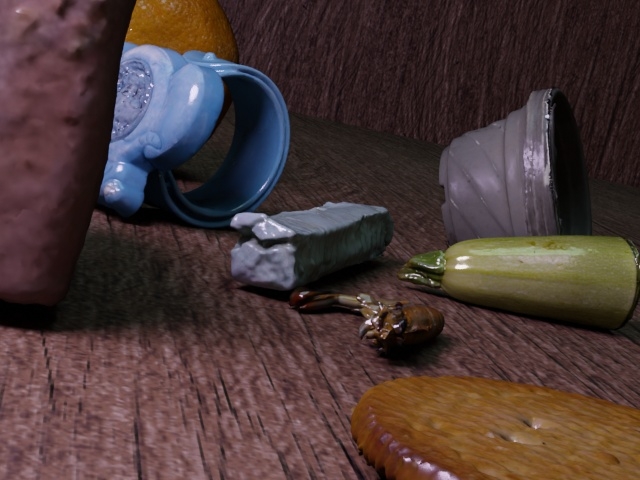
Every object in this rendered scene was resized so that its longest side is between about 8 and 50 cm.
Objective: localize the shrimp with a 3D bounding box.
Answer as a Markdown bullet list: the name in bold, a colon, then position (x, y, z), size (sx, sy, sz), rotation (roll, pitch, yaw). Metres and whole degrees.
- **shrimp**: position (0.030, 0.055, 1.022), size (0.124, 0.034, 0.178), rotation (13, 7, 15)

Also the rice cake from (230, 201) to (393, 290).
- **rice cake**: position (0.000, 0.000, 1.218), size (0.066, 0.063, 0.336), rotation (9, 6, 15)

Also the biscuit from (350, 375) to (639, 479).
- **biscuit**: position (0.162, 0.134, 0.712), size (0.305, 0.038, 0.305), rotation (13, 7, -2)

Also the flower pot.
- **flower pot**: position (0.211, -0.045, 1.443), size (0.140, 0.235, 0.235), rotation (-9, 2, 19)

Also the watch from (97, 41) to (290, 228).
- **watch**: position (-0.135, -0.099, 1.336), size (0.193, 0.211, 0.211), rotation (24, -1, -43)

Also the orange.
- **orange**: position (-0.227, -0.219, 1.609), size (0.264, 0.264, 0.264), rotation (13, 9, -2)

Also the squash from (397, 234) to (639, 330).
- **squash**: position (0.184, 0.035, 1.264), size (0.224, 0.094, 0.094), rotation (3, 10, -8)

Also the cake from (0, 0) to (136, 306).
- **cake**: position (-0.271, -0.098, 0.908), size (0.237, 0.230, 0.309), rotation (12, 9, -18)
